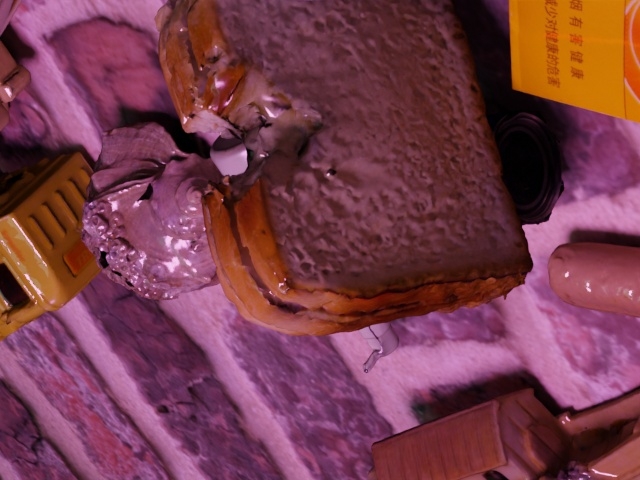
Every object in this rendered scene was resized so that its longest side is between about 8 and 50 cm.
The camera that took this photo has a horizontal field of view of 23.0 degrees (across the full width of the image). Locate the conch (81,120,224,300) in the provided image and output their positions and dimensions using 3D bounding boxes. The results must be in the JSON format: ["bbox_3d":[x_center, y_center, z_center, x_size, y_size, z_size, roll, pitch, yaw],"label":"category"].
[{"bbox_3d":[-0.163,-0.025,1.574,0.245,0.163,0.178,137,118,-71],"label":"conch"}]

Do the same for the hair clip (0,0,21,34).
[{"bbox_3d":[-0.325,-0.299,1.416,0.172,0.113,0.282,35,143,-5],"label":"hair clip"}]

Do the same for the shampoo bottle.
[{"bbox_3d":[0.000,0.000,1.462,0.085,0.085,0.262,-9,121,47],"label":"shampoo bottle"}]

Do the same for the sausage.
[{"bbox_3d":[0.319,0.048,1.245,0.301,0.066,0.066,12,135,31],"label":"sausage"}]

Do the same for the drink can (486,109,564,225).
[{"bbox_3d":[0.084,-0.051,1.325,0.235,0.097,0.097,-4,125,46],"label":"drink can"}]

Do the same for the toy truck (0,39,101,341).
[{"bbox_3d":[-0.377,-0.098,1.633,0.254,0.180,0.405,-17,113,42],"label":"toy truck"}]

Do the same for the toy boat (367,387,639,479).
[{"bbox_3d":[0.175,0.214,1.505,0.162,0.136,0.445,47,139,-16],"label":"toy boat"}]

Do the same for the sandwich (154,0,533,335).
[{"bbox_3d":[0.016,-0.070,1.147,0.095,0.249,0.273,-30,71,51],"label":"sandwich"}]

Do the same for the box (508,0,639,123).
[{"bbox_3d":[0.259,-0.142,1.113,0.269,0.043,0.152,19,139,29],"label":"box"}]
